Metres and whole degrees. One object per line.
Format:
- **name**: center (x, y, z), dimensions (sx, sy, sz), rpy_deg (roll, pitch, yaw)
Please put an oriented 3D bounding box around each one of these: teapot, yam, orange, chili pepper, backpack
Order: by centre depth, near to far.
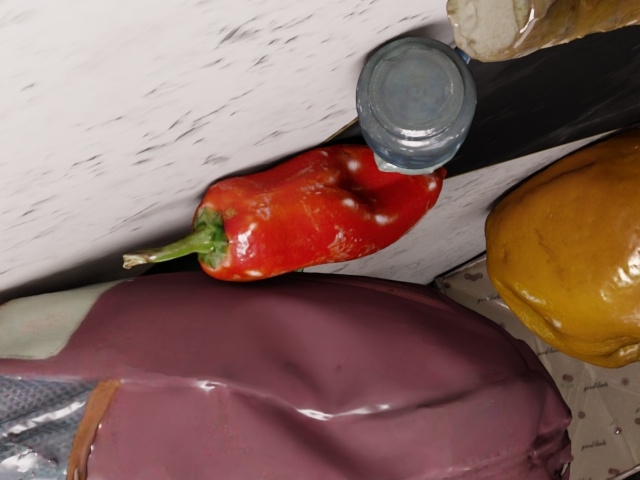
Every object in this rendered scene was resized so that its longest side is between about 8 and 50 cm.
- **yam**: center (0.144, -0.112, 0.596), dimensions (0.241, 0.057, 0.057), rpy_deg (-20, 170, -38)
- **teapot**: center (0.040, -0.062, 0.645), dimensions (0.049, 0.064, 0.083), rpy_deg (5, 175, 2)
- **chili pepper**: center (-0.007, -0.013, 0.736), dimensions (0.191, 0.059, 0.050), rpy_deg (-18, 154, -36)
- **backpack**: center (-0.035, 0.112, 0.763), dimensions (0.317, 0.197, 0.283), rpy_deg (-3, -174, 12)
- **orange**: center (0.269, 0.007, 1.283), dimensions (0.249, 0.183, 0.249), rpy_deg (-25, 173, -3)

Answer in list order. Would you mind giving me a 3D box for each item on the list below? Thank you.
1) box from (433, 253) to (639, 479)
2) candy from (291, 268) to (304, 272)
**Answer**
- **box**: center (0.284, 0.135, 1.764), dimensions (0.225, 0.297, 0.190), rpy_deg (-26, 169, -3)
- **candy**: center (0.000, 0.000, 0.992), dimensions (0.083, 0.025, 0.023), rpy_deg (-36, -161, 4)
